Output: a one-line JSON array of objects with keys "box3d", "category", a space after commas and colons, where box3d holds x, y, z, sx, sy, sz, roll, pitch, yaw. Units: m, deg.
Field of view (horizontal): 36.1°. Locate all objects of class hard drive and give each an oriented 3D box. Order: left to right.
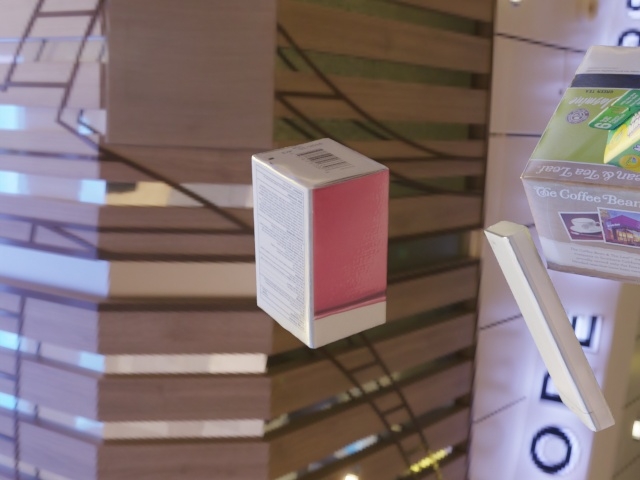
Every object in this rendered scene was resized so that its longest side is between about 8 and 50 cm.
[{"box3d": [0.390, 0.138, 1.700, 0.233, 0.047, 0.353, -75, -40, -86], "category": "hard drive"}]

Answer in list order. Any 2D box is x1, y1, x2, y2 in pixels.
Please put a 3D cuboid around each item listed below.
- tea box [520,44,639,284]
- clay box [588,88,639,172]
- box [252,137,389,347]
[{"box3d": [0.531, -0.113, 1.497, 0.323, 0.329, 0.220, -55, -42, -30], "category": "tea box"}, {"box3d": [0.441, -0.112, 1.165, 0.127, 0.222, 0.053, 122, 160, -72], "category": "clay box"}, {"box3d": [0.000, 0.000, 1.314, 0.127, 0.149, 0.232, -17, -60, -29], "category": "box"}]
